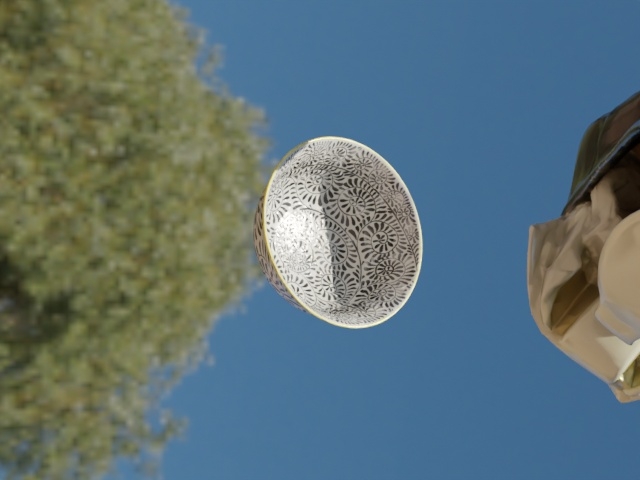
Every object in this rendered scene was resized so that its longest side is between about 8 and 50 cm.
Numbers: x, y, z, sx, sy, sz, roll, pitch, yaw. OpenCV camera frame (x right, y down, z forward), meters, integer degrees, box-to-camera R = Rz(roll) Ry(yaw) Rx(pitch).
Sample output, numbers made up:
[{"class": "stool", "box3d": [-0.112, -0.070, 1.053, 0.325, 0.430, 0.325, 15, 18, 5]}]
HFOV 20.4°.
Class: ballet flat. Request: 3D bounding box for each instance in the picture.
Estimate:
[{"class": "ballet flat", "box3d": [0.118, -0.004, 0.608, 0.095, 0.096, 0.280, 40, -12, 12]}]

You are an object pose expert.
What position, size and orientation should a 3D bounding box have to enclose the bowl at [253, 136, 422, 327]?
[{"class": "bowl", "box3d": [0.000, 0.000, 1.566, 0.080, 0.170, 0.170, -20, -107, 53]}]
